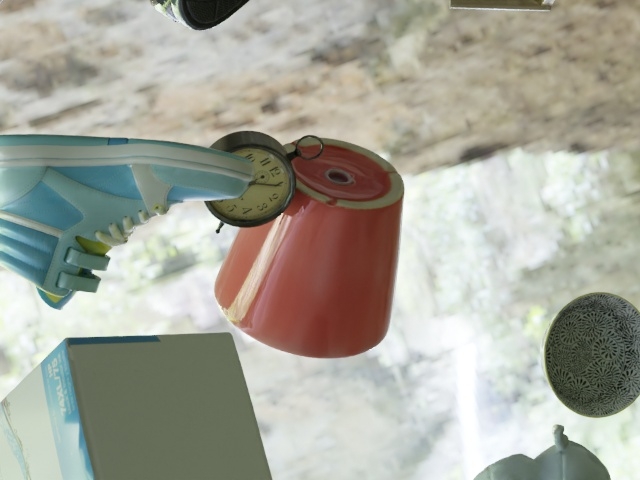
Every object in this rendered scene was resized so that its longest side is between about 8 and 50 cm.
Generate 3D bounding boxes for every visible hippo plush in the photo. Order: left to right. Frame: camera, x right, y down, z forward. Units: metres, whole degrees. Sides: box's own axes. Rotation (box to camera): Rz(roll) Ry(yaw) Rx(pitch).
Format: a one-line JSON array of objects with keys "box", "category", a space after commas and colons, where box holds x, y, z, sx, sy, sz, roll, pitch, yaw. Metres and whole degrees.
[{"box": [0.286, 0.325, 1.768, 0.294, 0.236, 0.234, -16, -43, 4], "category": "hippo plush"}]

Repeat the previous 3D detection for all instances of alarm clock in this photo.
[{"box": [-0.083, -0.094, 2.044, 0.192, 0.129, 0.064, -24, 33, 9], "category": "alarm clock"}]

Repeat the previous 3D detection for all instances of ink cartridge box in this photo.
[{"box": [-0.214, 0.238, 1.546, 0.198, 0.197, 0.270, 1, -28, -38], "category": "ink cartridge box"}]

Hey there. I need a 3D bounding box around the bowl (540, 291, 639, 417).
[{"box": [0.362, 0.154, 2.061, 0.170, 0.170, 0.080, -18, 7, -19], "category": "bowl"}]

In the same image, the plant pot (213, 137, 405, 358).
[{"box": [0.000, 0.000, 2.204, 0.275, 0.275, 0.243, -15, -47, -40], "category": "plant pot"}]

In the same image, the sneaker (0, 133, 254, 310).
[{"box": [-0.239, -0.018, 1.777, 0.319, 0.208, 0.127, 3, 1, 6], "category": "sneaker"}]

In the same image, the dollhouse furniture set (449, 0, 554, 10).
[{"box": [0.221, -0.360, 1.764, 0.123, 0.144, 0.151, 1, -7, -1], "category": "dollhouse furniture set"}]

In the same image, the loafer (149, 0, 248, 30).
[{"box": [-0.087, -0.366, 1.886, 0.302, 0.109, 0.095, -38, 36, -27], "category": "loafer"}]
